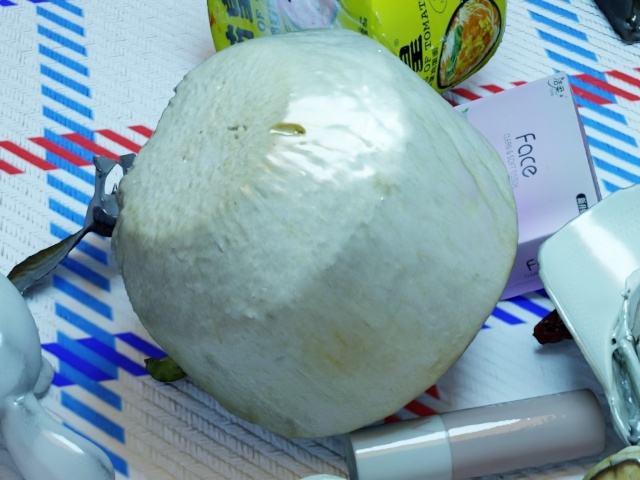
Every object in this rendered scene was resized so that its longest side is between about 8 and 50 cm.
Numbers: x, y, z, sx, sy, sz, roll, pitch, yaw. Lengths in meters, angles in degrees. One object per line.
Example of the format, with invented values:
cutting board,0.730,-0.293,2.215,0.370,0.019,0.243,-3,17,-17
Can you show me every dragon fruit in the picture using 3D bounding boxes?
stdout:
dragon fruit,0.286,0.070,1.565,0.131,0.097,0.063,-31,49,-2

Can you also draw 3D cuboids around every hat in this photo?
hat,0.350,0.092,1.455,0.257,0.168,0.301,-32,65,-12

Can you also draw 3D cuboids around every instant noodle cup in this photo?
instant noodle cup,0.055,-0.277,1.734,0.254,0.326,0.325,-25,52,-34

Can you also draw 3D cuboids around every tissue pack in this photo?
tissue pack,0.241,-0.065,1.638,0.148,0.092,0.246,-18,46,15

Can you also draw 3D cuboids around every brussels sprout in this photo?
brussels sprout,-0.144,0.126,1.528,0.083,0.046,0.051,-35,60,-16

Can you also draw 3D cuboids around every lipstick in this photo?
lipstick,0.155,0.203,1.434,0.254,0.070,0.070,-9,48,-8

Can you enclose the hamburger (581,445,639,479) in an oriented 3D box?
hamburger,0.286,0.317,1.201,0.144,0.283,0.259,13,29,-47

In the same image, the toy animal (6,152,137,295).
toy animal,-0.223,-0.027,1.609,0.272,0.160,0.197,3,45,-7

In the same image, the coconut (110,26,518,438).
coconut,0.000,0.000,1.444,0.415,0.415,0.344,-30,38,-25

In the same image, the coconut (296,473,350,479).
coconut,0.015,0.309,1.279,0.170,0.171,0.183,-14,46,-13

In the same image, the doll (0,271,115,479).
doll,-0.403,0.101,1.389,0.376,0.365,0.187,27,91,37

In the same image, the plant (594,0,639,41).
plant,0.439,-0.358,1.896,0.141,0.164,0.256,-24,37,-25
